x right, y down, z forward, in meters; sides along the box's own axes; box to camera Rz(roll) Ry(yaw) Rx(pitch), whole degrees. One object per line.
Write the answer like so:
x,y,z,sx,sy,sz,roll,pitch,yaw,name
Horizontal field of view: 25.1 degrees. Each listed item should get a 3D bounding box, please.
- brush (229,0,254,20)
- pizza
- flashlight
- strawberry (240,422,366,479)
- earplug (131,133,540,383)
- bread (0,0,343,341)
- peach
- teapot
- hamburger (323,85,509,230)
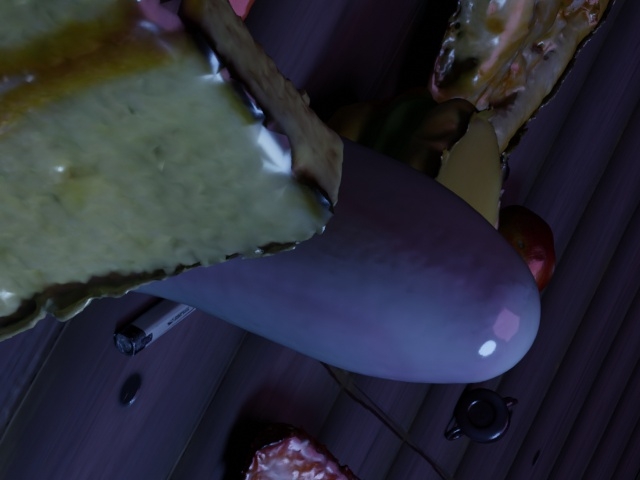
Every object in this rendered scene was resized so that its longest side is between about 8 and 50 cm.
-0.098,-0.114,0.839,0.070,0.051,0.323,40,84,-26,brush
0.225,-0.245,1.395,0.392,0.080,0.435,-25,141,-64,pizza
-0.118,0.057,1.055,0.083,0.018,0.018,-38,145,-47,flashlight
-0.023,0.255,1.334,0.175,0.107,0.236,1,114,-24,strawberry
0.000,0.000,0.905,0.172,0.301,0.172,-46,149,-40,earplug
-0.150,-0.063,0.555,0.263,0.236,0.198,48,63,-39,bread
0.218,0.013,1.611,0.101,0.101,0.100,-45,147,-40,peach
0.200,0.222,1.786,0.100,0.068,0.045,-31,156,5,teapot
0.049,-0.014,1.182,0.237,0.149,0.237,14,90,-69,hamburger
